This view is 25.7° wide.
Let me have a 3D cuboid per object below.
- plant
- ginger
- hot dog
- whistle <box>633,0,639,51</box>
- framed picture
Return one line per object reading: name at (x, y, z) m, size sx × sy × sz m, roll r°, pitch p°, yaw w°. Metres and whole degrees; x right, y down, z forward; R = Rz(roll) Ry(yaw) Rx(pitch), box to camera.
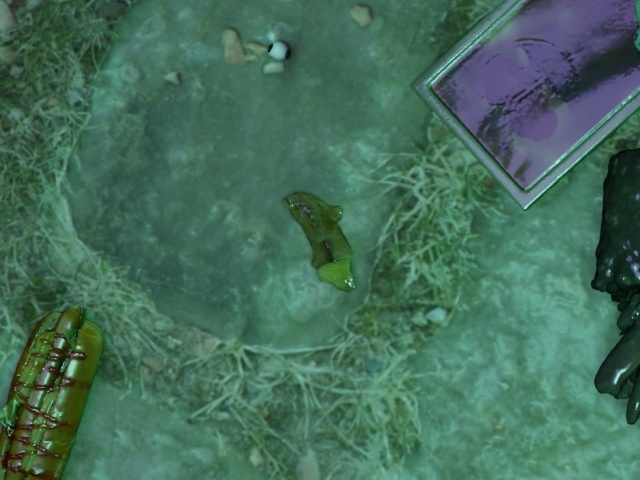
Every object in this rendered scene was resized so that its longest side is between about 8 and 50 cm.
plant at (0.390, 0.063, 1.513) m, size 0.181 × 0.194 × 0.321 m, roll -4°, pitch 77°, yaw 29°
ginger at (0.005, -0.002, 1.699) m, size 0.057 × 0.044 × 0.137 m, roll -34°, pitch 72°, yaw 28°
hot dog at (-0.345, 0.196, 1.758) m, size 0.104 × 0.076 × 0.250 m, roll 19°, pitch 90°, yaw 19°
whistle at (0.377, -0.257, 1.609) m, size 0.035 × 0.035 × 0.100 m, roll 1°, pitch 81°, yaw 17°
framed picture at (0.281, -0.206, 1.658) m, size 0.289 × 0.020 × 0.211 m, roll -42°, pitch 74°, yaw 7°
